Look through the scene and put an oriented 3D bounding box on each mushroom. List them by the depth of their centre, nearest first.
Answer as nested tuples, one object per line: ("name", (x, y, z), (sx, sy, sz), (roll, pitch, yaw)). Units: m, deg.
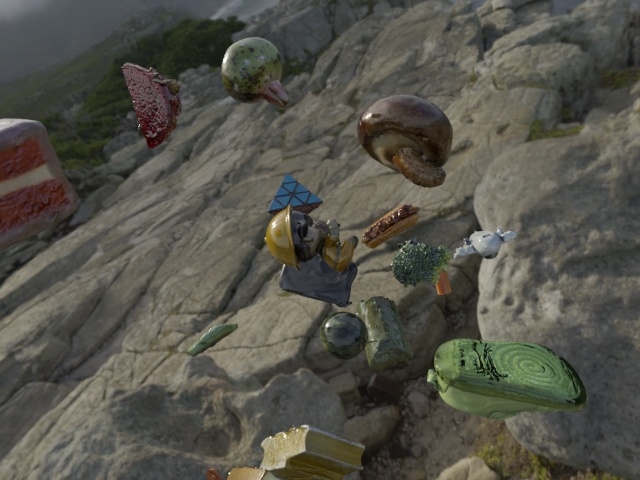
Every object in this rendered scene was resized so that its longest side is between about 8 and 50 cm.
("mushroom", (0.277, -0.337, 1.438), (0.345, 0.345, 0.239), (8, 44, 39))

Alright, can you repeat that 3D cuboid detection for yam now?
("yam", (0.265, 0.393, 1.843), (0.195, 0.195, 0.300), (-18, 51, 8))

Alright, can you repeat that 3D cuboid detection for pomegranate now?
("pomegranate", (-0.191, -0.515, 1.399), (0.214, 0.248, 0.214), (-48, 0, 0))

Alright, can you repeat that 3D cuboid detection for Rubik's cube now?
("Rubik's cube", (-0.121, -0.171, 1.750), (0.211, 0.190, 0.178), (-8, 70, -12))

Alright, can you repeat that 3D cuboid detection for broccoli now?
("broccoli", (0.464, 0.100, 2.008), (0.263, 0.243, 0.247), (-43, 53, 13))

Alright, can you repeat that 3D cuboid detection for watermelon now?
("watermelon", (0.063, 0.211, 0.967), (0.133, 0.105, 0.105), (7, 43, 29))

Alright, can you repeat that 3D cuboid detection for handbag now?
("handbag", (-0.004, 0.151, 1.809), (0.332, 0.075, 0.192), (14, 76, 22))

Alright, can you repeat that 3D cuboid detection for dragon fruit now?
("dragon fruit", (-0.302, -0.264, 0.847), (0.106, 0.162, 0.083), (3, 20, 37))

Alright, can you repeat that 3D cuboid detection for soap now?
("soap", (-0.026, 0.739, 1.506), (0.259, 0.281, 0.143), (-37, 34, 31))

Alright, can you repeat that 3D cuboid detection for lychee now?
("lychee", (0.000, 0.000, 2.039), (0.238, 0.200, 0.200), (-35, 30, 17))

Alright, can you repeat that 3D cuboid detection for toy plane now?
("toy plane", (0.637, 0.020, 1.706), (0.244, 0.117, 0.245), (-19, 1, 0))

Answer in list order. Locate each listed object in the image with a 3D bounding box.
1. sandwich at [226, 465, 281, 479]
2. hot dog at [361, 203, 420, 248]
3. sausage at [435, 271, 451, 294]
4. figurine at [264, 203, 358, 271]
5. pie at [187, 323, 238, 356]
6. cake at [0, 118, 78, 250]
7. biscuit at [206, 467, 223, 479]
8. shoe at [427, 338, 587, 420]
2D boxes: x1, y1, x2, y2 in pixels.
("sandwich", (-0.192, 0.669, 1.081), (0.220, 0.108, 0.186), (-35, 17, 50))
("hot dog", (0.256, -0.062, 1.616), (0.249, 0.076, 0.102), (-32, 42, 19))
("sausage", (0.594, 0.154, 2.195), (0.071, 0.234, 0.071), (-16, 12, 4))
("figurine", (-0.030, 0.008, 1.238), (0.256, 0.192, 0.167), (21, 63, 10))
("pie", (-0.438, 0.397, 1.798), (0.240, 0.054, 0.240), (-34, -8, -6))
("cake", (-0.734, -0.106, 0.940), (0.230, 0.237, 0.309), (8, 36, 39))
("biscuit", (-0.410, 0.934, 1.711), (0.091, 0.078, 0.015), (44, 26, 23))
("shoe", (0.329, 0.246, 0.796), (0.262, 0.128, 0.140), (9, 47, -1))
